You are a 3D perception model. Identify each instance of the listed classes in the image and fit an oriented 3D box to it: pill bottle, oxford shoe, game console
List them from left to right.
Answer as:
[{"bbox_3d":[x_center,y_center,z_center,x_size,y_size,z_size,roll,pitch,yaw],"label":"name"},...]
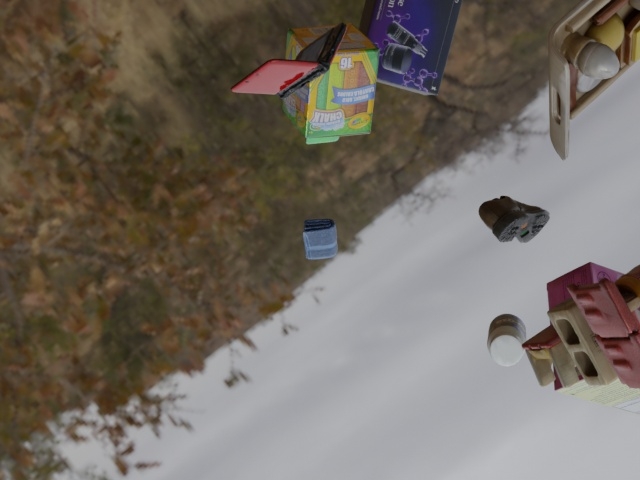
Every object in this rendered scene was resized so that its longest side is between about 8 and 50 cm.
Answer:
[{"bbox_3d":[-0.046,-0.261,1.569,0.144,0.085,0.124,-19,-137,59],"label":"game console"},{"bbox_3d":[0.374,0.200,2.198,0.078,0.078,0.137,-37,-177,15],"label":"pill bottle"},{"bbox_3d":[0.377,-0.051,2.127,0.083,0.096,0.227,-52,153,18],"label":"oxford shoe"}]

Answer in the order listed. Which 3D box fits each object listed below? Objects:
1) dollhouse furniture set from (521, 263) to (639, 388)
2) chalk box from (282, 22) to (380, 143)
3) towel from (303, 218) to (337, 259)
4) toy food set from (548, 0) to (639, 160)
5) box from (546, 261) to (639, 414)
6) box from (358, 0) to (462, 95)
[{"bbox_3d":[0.417,0.087,1.497,0.201,0.152,0.374,-29,180,-14],"label":"dollhouse furniture set"},{"bbox_3d":[0.014,-0.266,1.980,0.132,0.213,0.132,-9,-147,-20],"label":"chalk box"},{"bbox_3d":[0.000,0.000,2.186,0.067,0.029,0.119,-5,148,0],"label":"towel"},{"bbox_3d":[0.444,-0.278,1.575,0.306,0.092,0.220,-40,148,-13],"label":"toy food set"},{"bbox_3d":[0.543,0.183,1.985,0.117,0.243,0.214,-34,-135,48],"label":"box"},{"bbox_3d":[0.183,-0.452,2.295,0.103,0.184,0.261,-149,-108,-74],"label":"box"}]
